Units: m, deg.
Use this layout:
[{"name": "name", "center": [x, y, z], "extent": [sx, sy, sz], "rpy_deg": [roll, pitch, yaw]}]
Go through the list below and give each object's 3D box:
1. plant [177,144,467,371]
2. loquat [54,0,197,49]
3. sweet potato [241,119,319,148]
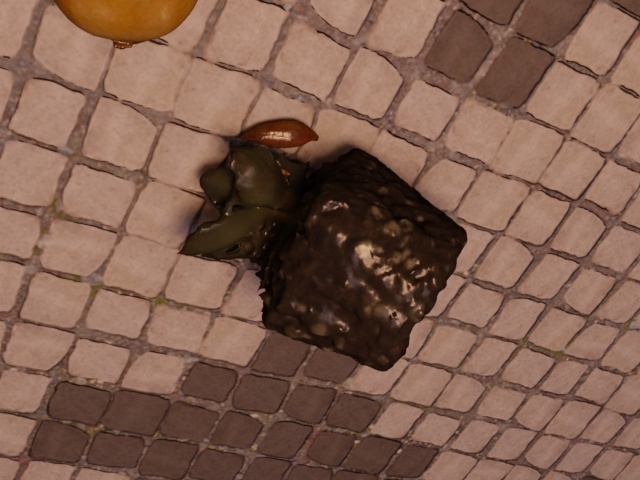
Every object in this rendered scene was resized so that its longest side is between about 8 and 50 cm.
[{"name": "plant", "center": [0.000, 0.000, 0.936], "extent": [0.312, 0.213, 0.215], "rpy_deg": [29, 117, 9]}, {"name": "loquat", "center": [-0.183, -0.263, 0.736], "extent": [0.163, 0.137, 0.163], "rpy_deg": [1, 119, 2]}, {"name": "sweet potato", "center": [-0.047, -0.126, 0.932], "extent": [0.095, 0.034, 0.034], "rpy_deg": [-4, 125, -16]}]
